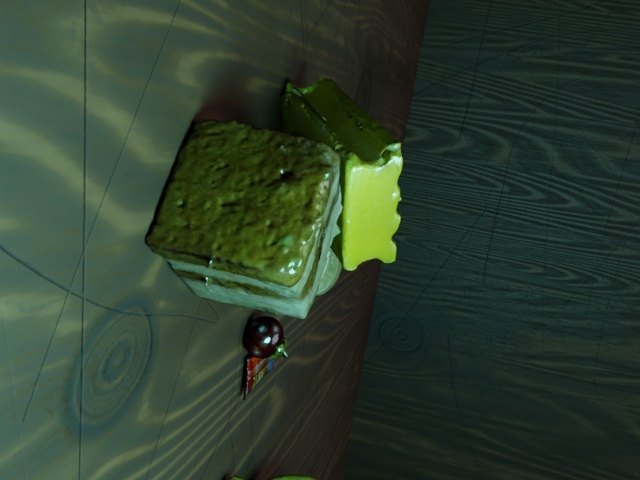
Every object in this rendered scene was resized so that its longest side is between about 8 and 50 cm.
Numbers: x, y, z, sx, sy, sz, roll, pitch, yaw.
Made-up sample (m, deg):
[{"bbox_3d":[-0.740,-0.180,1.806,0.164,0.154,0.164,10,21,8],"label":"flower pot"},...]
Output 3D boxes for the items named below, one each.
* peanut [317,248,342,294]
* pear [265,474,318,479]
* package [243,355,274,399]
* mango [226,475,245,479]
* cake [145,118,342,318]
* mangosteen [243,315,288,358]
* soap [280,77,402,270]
[{"bbox_3d":[0.000,0.000,1.514,0.197,0.110,0.233,-34,136,-73],"label":"peanut"},{"bbox_3d":[-0.058,0.627,1.476,0.281,0.281,0.281,12,90,-78],"label":"pear"},{"bbox_3d":[-0.117,0.244,1.406,0.200,0.022,0.083,-34,135,-75],"label":"package"},{"bbox_3d":[-0.168,0.499,1.321,0.080,0.060,0.114,24,82,-75],"label":"mango"},{"bbox_3d":[-0.079,-0.004,0.953,0.293,0.199,0.196,77,24,-66],"label":"cake"},{"bbox_3d":[-0.100,0.178,1.291,0.081,0.081,0.081,12,90,-78],"label":"mangosteen"},{"bbox_3d":[0.024,-0.122,1.159,0.324,0.096,0.204,-124,-151,-51],"label":"soap"}]
